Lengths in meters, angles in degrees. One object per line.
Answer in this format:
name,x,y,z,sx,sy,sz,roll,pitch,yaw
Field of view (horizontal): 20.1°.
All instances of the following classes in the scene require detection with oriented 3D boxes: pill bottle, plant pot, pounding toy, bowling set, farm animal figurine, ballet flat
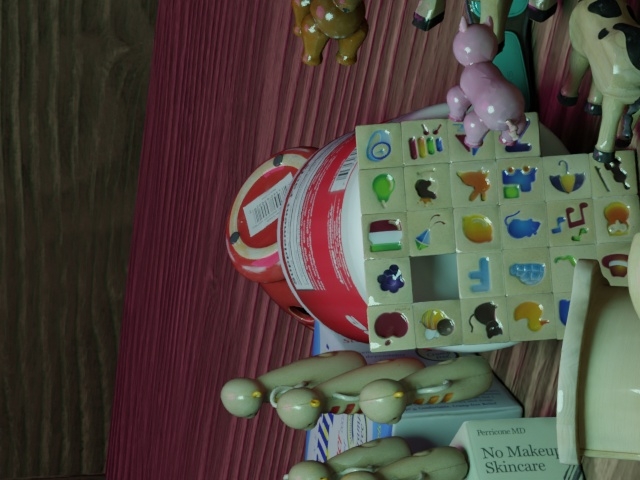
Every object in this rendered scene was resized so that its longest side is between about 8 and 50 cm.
pill bottle,0.088,-0.007,1.779,0.408,0.229,0.229,173,96,-75
plant pot,0.000,0.000,2.073,0.191,0.174,0.191,-23,52,33
pounding toy,0.259,0.097,1.321,0.269,0.155,0.154,41,-127,-68
bowling set,0.040,0.205,1.654,0.287,0.154,0.199,-11,91,61
farm animal figurine,0.154,-0.234,1.560,0.326,0.330,0.172,-62,-14,-52
ballet flat,0.171,-0.211,1.770,0.074,0.074,0.203,-175,82,-75

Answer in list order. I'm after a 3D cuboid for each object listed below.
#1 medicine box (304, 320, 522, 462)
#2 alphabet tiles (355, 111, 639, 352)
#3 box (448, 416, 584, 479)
medicine box,0.089,0.245,1.945,0.289,0.149,0.263,-129,41,-65
alphabet tiles,0.154,-0.011,1.540,0.009,0.237,0.198,66,-159,-79
box,0.194,0.300,1.637,0.094,0.113,0.275,111,153,-52
